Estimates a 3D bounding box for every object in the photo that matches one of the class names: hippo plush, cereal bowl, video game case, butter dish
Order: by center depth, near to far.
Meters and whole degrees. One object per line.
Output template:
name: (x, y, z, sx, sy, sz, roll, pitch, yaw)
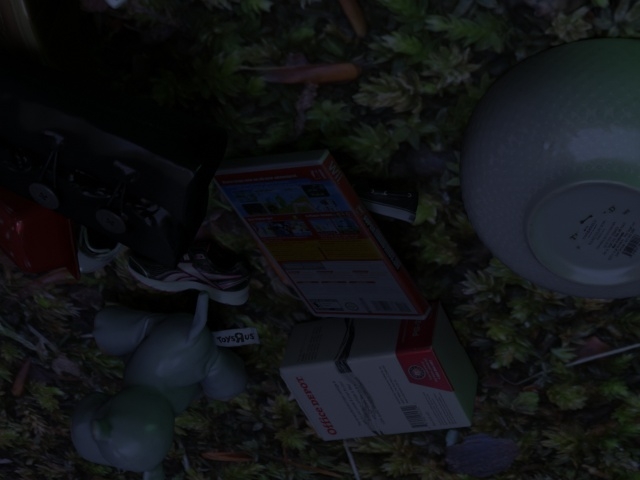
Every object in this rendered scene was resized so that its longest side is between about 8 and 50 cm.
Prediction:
cereal bowl: (0.320, -0.052, 1.226, 0.339, 0.141, 0.339, 9, 133, 10)
video game case: (0.000, 0.000, 1.414, 0.204, 0.025, 0.285, -2, 134, 43)
butter dish: (-0.409, -0.023, 1.459, 0.160, 0.118, 0.160, 44, 147, 35)
hippo plush: (-0.228, 0.238, 1.563, 0.294, 0.236, 0.234, -7, 142, 43)

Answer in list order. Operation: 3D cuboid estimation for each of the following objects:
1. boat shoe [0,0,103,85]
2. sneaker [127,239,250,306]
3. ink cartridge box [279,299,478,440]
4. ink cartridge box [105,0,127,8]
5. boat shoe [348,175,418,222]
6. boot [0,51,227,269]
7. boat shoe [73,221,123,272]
boat shoe: (-0.347, -0.235, 1.273, 0.110, 0.121, 0.341, 4, 134, 13)
sneaker: (-0.180, 0.029, 1.520, 0.178, 0.072, 0.077, 11, 123, -4)
ink cartridge box: (0.086, 0.193, 1.556, 0.237, 0.100, 0.172, -11, 128, 25)
ink cartridge box: (-0.213, -0.418, 1.106, 0.239, 0.060, 0.275, -35, 117, 11)
boat shoe: (0.058, -0.059, 1.371, 0.142, 0.049, 0.040, 17, 91, 16)
boot: (-0.354, -0.084, 1.291, 0.445, 0.146, 0.367, 19, 151, -4)
boat shoe: (-0.312, -0.012, 1.504, 0.083, 0.076, 0.226, 30, 134, -11)
